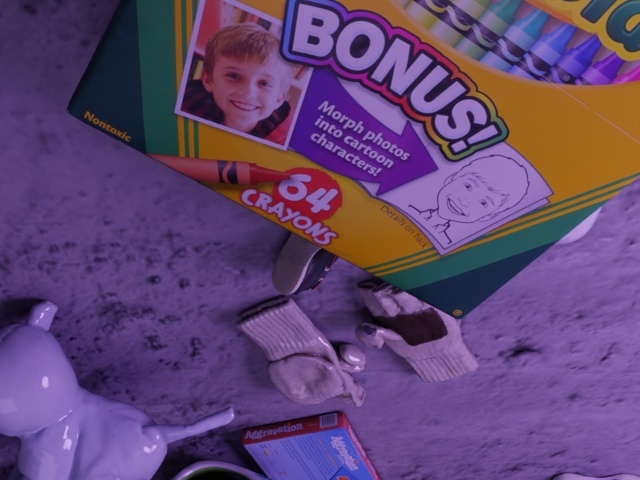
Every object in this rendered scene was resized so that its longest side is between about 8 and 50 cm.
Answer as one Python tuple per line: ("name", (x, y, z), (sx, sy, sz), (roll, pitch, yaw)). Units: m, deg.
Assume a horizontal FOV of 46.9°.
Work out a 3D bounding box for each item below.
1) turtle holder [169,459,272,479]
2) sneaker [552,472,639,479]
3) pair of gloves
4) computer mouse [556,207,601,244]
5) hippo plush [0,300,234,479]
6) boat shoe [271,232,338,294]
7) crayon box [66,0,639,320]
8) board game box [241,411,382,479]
("turtle holder", (-0.152, 0.407, 1.013), (0.243, 0.320, 0.227), (-24, 127, -30))
("sneaker", (0.425, 0.395, 1.092), (0.152, 0.084, 0.058), (7, 134, -9))
("pair of gloves", (0.046, 0.126, 0.841), (0.240, 0.042, 0.204), (-15, 134, 13))
("computer mouse", (0.231, -0.056, 0.664), (0.106, 0.042, 0.193), (-3, 135, 0))
("hippo plush", (-0.307, 0.216, 0.783), (0.294, 0.234, 0.236), (-14, 125, 38))
("boat shoe", (-0.001, -0.001, 0.714), (0.042, 0.049, 0.133), (-6, 137, -46))
("crayon box", (0.059, -0.133, 0.517), (0.363, 0.106, 0.313), (28, 129, -19))
("board game box", (0.006, 0.340, 1.065), (0.145, 0.027, 0.281), (-12, 134, 12))
